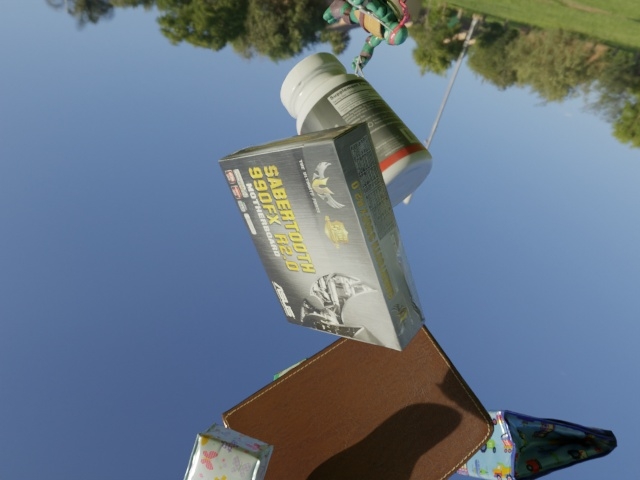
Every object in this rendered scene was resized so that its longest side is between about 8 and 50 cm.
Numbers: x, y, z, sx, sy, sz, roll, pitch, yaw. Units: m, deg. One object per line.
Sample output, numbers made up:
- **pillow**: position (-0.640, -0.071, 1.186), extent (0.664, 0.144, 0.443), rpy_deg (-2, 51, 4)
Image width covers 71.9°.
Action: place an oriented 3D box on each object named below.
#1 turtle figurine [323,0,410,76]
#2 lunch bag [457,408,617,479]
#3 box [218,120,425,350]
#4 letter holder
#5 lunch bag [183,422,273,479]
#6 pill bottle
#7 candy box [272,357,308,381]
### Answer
- **turtle figurine**: position (0.082, -0.399, 0.804), extent (0.118, 0.175, 0.234), rpy_deg (-31, -119, -13)
- **lunch bag**: position (0.472, 0.449, 0.981), extent (0.292, 0.221, 0.138), rpy_deg (6, -113, -15)
- **box**: position (0.000, 0.000, 0.488), extent (0.183, 0.231, 0.056), rpy_deg (4, -148, 45)
- **letter holder**: position (0.057, 0.264, 0.620), extent (0.301, 0.152, 0.214), rpy_deg (-33, -117, -3)
- **lunch bag**: position (-0.093, 0.233, 0.431), extent (0.071, 0.083, 0.053), rpy_deg (15, 175, 12)
- **pill bottle**: position (0.074, -0.249, 1.033), extent (0.210, 0.210, 0.363), rpy_deg (-19, -114, -42)
- **candy box**: position (-0.008, 0.482, 1.055), extent (0.268, 0.122, 0.317), rpy_deg (56, -174, -14)
